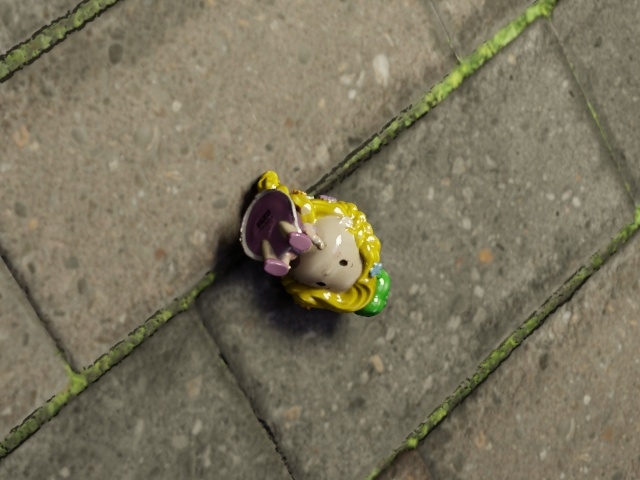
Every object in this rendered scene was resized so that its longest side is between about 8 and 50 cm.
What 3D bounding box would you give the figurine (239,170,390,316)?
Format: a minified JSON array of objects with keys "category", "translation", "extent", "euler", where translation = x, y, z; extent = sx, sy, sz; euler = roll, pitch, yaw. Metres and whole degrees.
[{"category":"figurine","translation":[0.000,0.000,1.504],"extent":[0.156,0.095,0.115],"euler":[25,37,-38]}]
